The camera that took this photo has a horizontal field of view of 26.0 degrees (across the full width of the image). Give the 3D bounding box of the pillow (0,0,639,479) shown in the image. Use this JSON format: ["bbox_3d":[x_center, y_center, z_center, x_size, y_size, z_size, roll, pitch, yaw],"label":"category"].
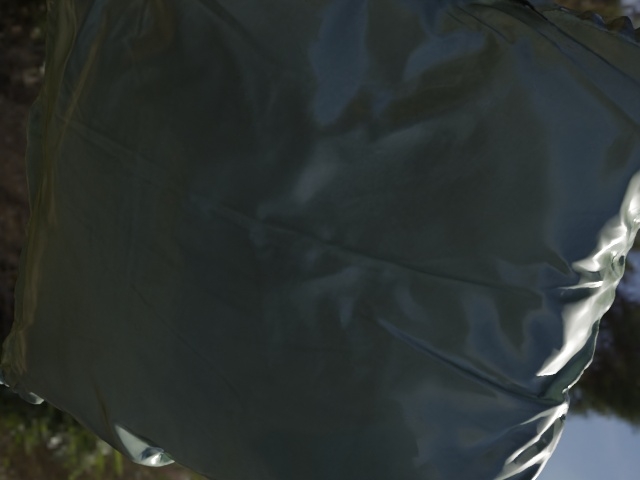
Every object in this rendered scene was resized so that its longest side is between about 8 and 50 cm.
[{"bbox_3d":[0.000,0.000,0.599,0.138,0.283,0.310,-52,162,-60],"label":"pillow"}]
